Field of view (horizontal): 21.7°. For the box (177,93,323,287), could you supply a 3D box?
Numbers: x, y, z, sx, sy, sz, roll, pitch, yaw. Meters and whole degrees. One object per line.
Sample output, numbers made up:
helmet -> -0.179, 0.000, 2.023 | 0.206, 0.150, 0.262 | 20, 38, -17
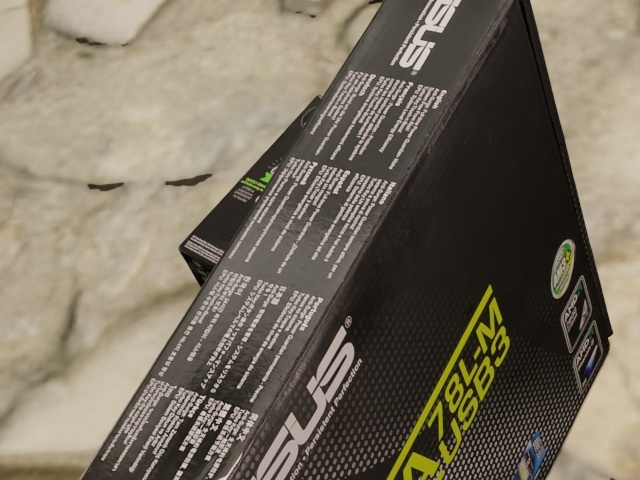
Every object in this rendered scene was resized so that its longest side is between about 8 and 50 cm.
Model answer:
box -> 0.000, 0.000, 0.621 | 0.052, 0.062, 0.083 | 28, 67, 35

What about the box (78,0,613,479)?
box -> 0.022, 0.048, 0.498 | 0.045, 0.184, 0.191 | 17, 60, 27
